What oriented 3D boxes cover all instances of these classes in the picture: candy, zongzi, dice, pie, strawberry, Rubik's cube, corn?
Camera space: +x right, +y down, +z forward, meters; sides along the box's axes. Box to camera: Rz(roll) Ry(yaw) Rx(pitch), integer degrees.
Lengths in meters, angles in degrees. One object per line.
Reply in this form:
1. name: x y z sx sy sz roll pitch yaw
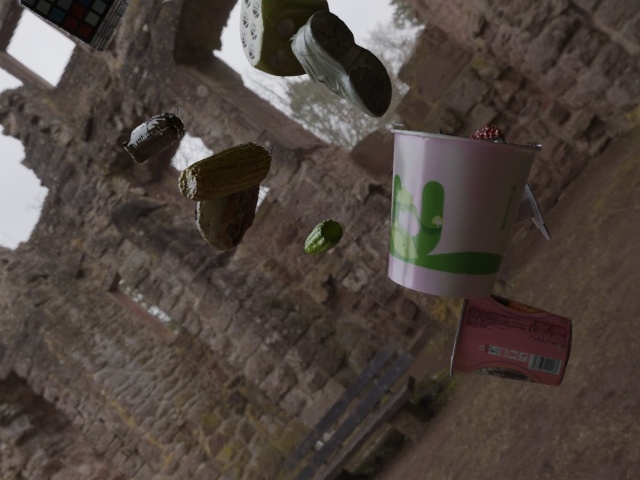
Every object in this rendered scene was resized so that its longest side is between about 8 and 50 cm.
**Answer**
1. candy: 0.000 0.000 1.930 0.097 0.097 0.209 -48 5 -32
2. zongzi: -0.509 -0.386 1.867 0.248 0.111 0.241 -22 26 35
3. dice: -0.114 -0.671 1.752 0.233 0.227 0.238 -9 -42 -22
4. pie: -0.271 -0.111 1.726 0.315 0.092 0.315 16 -90 -74
5. strawberry: 0.522 -0.255 1.815 0.306 0.138 0.233 -70 -27 -73
6. Rubik's cube: -0.604 -0.608 1.398 0.187 0.182 0.184 -59 16 3
7. corn: -0.209 -0.158 1.283 0.106 0.106 0.305 -57 -8 29

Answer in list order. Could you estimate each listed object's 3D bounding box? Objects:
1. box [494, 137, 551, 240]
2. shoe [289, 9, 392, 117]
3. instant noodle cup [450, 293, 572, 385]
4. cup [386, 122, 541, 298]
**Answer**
1. box: 0.433 -0.087 1.449 0.206 0.291 0.262 -28 -2 13
2. shoe: 0.053 -0.486 1.589 0.132 0.342 0.210 -53 26 -14
3. instant noodle cup: 0.462 0.244 1.354 0.244 0.255 0.244 10 -90 -72
4. cup: 0.229 -0.053 0.970 0.253 0.253 0.274 -33 -49 -71
